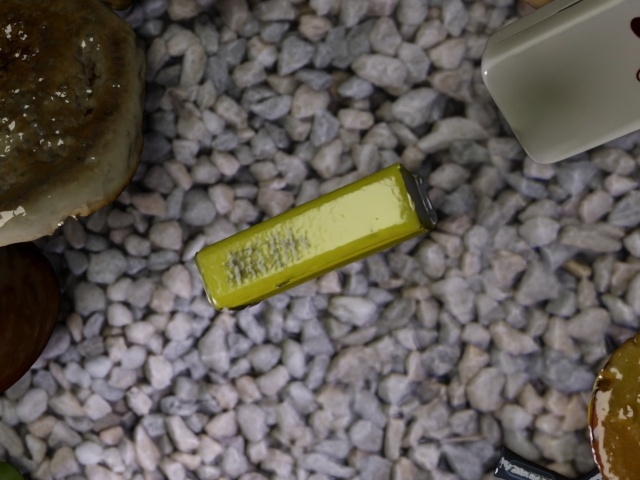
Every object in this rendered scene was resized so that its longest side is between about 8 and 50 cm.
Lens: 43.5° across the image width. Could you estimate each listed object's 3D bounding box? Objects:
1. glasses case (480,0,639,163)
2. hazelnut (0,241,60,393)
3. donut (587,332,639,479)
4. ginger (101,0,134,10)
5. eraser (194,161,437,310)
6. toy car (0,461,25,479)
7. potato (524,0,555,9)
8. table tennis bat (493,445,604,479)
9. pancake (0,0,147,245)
[{"bbox_3d":[0.306,-0.183,0.702,0.313,0.070,0.131,-22,121,31],"label":"glasses case"},{"bbox_3d":[-0.398,0.073,0.849,0.218,0.234,0.218,-22,59,42],"label":"hazelnut"},{"bbox_3d":[0.331,0.171,0.758,0.162,0.065,0.178,11,80,6],"label":"donut"},{"bbox_3d":[-0.197,-0.403,0.851,0.357,0.152,0.274,44,98,12],"label":"ginger"},{"bbox_3d":[0.000,0.000,0.797,0.226,0.158,0.069,-23,86,12],"label":"eraser"},{"bbox_3d":[-0.478,0.314,0.924,0.235,0.145,0.235,5,102,25],"label":"toy car"},{"bbox_3d":[0.261,-0.269,0.767,0.178,0.109,0.118,12,69,13],"label":"potato"},{"bbox_3d":[0.287,0.269,0.797,0.236,0.027,0.150,23,93,10],"label":"table tennis bat"},{"bbox_3d":[-0.344,-0.146,0.840,0.356,0.065,0.356,0,64,-1],"label":"pancake"}]
